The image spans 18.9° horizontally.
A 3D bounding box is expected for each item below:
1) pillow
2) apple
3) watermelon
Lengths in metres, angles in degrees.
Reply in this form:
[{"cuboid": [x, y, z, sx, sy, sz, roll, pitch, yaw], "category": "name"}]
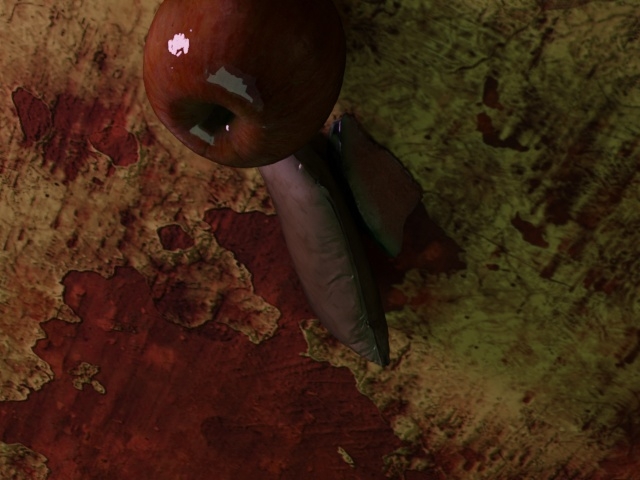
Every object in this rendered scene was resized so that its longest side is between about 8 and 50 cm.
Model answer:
[{"cuboid": [0.000, 0.000, 2.163, 0.185, 0.075, 0.302, 49, 163, 48], "category": "pillow"}, {"cuboid": [-0.076, -0.183, 1.968, 0.211, 0.188, 0.211, 17, 141, 14], "category": "apple"}, {"cuboid": [0.044, -0.071, 2.139, 0.155, 0.080, 0.101, 51, 168, -31], "category": "watermelon"}]
